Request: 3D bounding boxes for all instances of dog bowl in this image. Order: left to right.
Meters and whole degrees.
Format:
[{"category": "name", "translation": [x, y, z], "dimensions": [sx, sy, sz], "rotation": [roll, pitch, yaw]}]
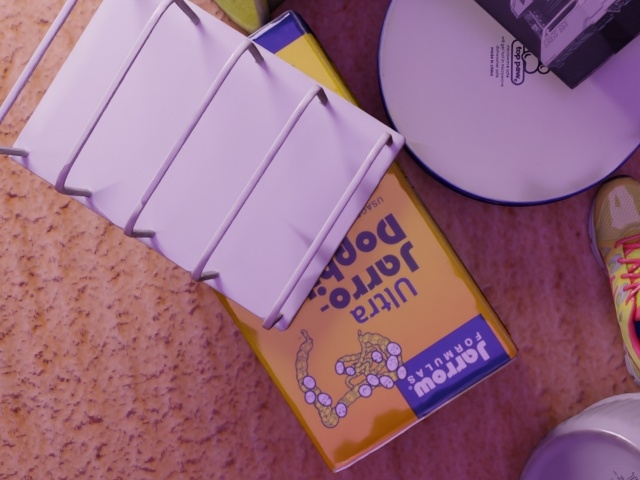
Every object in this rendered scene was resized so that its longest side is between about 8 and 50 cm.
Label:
[{"category": "dog bowl", "translation": [0.183, -0.162, 1.610], "dimensions": [0.265, 0.104, 0.265], "rotation": [0, 92, 4]}]

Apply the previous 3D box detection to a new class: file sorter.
[{"category": "file sorter", "translation": [-0.100, -0.078, 1.401], "dimensions": [0.278, 0.173, 0.193], "rotation": [32, 92, 3]}]

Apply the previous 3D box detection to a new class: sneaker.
[{"category": "sneaker", "translation": [0.303, 0.040, 1.613], "dimensions": [0.081, 0.094, 0.208], "rotation": [-16, 89, 5]}]

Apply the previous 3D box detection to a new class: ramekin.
[{"category": "ramekin", "translation": [0.270, 0.241, 1.565], "dimensions": [0.207, 0.109, 0.207], "rotation": [1, 92, 39]}]

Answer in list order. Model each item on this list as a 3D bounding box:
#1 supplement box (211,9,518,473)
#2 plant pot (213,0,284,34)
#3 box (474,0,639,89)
[{"category": "supplement box", "translation": [0.000, 0.000, 1.579], "dimensions": [0.195, 0.194, 0.356], "rotation": [-33, 88, 4]}, {"category": "plant pot", "translation": [-0.027, -0.364, 1.557], "dimensions": [0.254, 0.276, 0.276], "rotation": [-35, 89, -7]}, {"category": "box", "translation": [0.188, -0.306, 1.423], "dimensions": [0.307, 0.076, 0.242], "rotation": [40, 116, -22]}]
